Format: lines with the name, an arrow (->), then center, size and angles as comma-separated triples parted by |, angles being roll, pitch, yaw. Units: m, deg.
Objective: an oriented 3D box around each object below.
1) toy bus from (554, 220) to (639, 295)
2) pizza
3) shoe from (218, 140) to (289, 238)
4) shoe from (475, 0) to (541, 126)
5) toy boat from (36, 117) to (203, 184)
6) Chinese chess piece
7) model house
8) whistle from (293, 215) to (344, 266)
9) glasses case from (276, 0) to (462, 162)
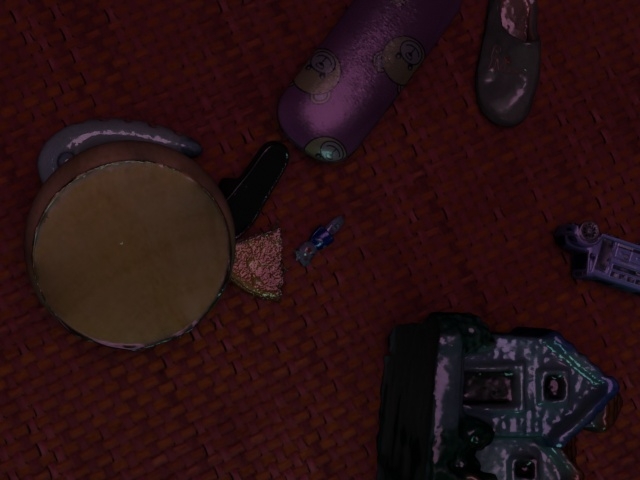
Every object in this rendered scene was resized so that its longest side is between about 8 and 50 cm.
toy bus -> 0.393, 0.027, 1.772 | 0.167, 0.073, 0.076 | 17, 84, -8
pizza -> -0.079, 0.038, 1.719 | 0.100, 0.029, 0.099 | -26, 98, -8
shoe -> -0.101, -0.067, 1.709 | 0.062, 0.053, 0.159 | 29, 102, -41
shoe -> 0.257, -0.254, 1.774 | 0.079, 0.078, 0.195 | 7, 80, -9
toy boat -> -0.253, -0.090, 1.675 | 0.207, 0.079, 0.134 | 8, 86, -10
Chinese chess piece -> -0.231, 0.006, 1.616 | 0.257, 0.104, 0.257 | -4, 109, -11
model house -> 0.251, 0.248, 1.654 | 0.329, 0.251, 0.295 | 5, 84, -15
whistle -> 0.000, 0.000, 1.733 | 0.083, 0.029, 0.033 | -43, 130, -5
glasses case -> 0.066, -0.244, 1.740 | 0.123, 0.076, 0.316 | 37, 80, -5
